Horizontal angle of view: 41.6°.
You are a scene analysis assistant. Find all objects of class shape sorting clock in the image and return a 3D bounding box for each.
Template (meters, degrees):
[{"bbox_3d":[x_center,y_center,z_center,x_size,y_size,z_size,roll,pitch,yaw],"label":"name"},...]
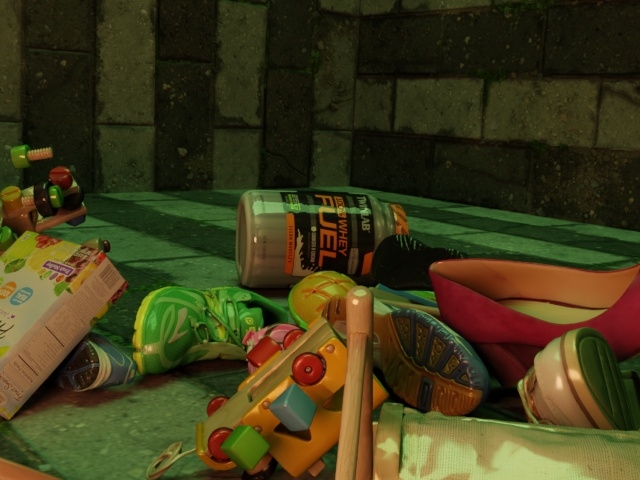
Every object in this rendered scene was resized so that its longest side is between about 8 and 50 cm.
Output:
[{"bbox_3d":[0.198,0.105,1.518,0.206,0.040,0.206,6,14,-2],"label":"shape sorting clock"}]

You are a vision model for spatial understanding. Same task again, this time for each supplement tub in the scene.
[{"bbox_3d":[0.000,0.000,1.640,0.315,0.194,0.193,0,9,-13],"label":"supplement tub"}]

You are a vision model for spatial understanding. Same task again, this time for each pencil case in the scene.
[{"bbox_3d":[-0.040,0.158,0.965,0.098,0.095,0.209,35,2,-11],"label":"pencil case"}]

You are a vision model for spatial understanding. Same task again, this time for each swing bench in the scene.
[{"bbox_3d":[0.141,0.172,0.593,0.253,0.165,0.255,3,-34,8],"label":"swing bench"}]

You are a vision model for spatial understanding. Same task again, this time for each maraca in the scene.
[{"bbox_3d":[0.012,0.112,1.261,0.127,0.099,0.186,9,32,-4],"label":"maraca"}]

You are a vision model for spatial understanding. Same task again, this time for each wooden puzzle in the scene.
[{"bbox_3d":[0.212,0.128,1.259,0.238,0.044,0.221,13,-5,34],"label":"wooden puzzle"}]

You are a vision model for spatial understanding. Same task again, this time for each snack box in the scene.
[{"bbox_3d":[-0.357,0.091,0.999,0.174,0.070,0.207,10,53,41],"label":"snack box"}]

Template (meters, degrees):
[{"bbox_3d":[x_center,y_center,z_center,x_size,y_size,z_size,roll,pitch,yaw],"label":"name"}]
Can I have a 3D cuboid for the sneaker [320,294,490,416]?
[{"bbox_3d":[0.128,0.137,1.090,0.130,0.112,0.296,11,9,-37],"label":"sneaker"}]

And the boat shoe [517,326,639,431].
[{"bbox_3d":[0.250,0.164,0.824,0.103,0.113,0.302,-17,-27,24],"label":"boat shoe"}]

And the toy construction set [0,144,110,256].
[{"bbox_3d":[-0.506,0.018,1.411,0.237,0.258,0.309,-9,-12,0],"label":"toy construction set"}]

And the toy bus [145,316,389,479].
[{"bbox_3d":[-0.032,0.169,0.784,0.202,0.104,0.191,-31,15,44],"label":"toy bus"}]

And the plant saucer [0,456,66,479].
[{"bbox_3d":[-0.219,0.172,0.586,0.277,0.041,0.278,16,-21,6],"label":"plant saucer"}]

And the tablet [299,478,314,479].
[{"bbox_3d":[0.016,0.234,0.763,0.083,0.006,0.054,6,9,12],"label":"tablet"}]

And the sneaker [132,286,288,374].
[{"bbox_3d":[-0.144,0.113,1.148,0.123,0.110,0.295,3,8,28],"label":"sneaker"}]

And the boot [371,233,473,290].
[{"bbox_3d":[0.226,0.074,1.407,0.207,0.094,0.246,27,-10,-32],"label":"boot"}]

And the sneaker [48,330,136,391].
[{"bbox_3d":[-0.313,0.146,1.052,0.211,0.080,0.081,16,-1,43],"label":"sneaker"}]

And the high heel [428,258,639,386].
[{"bbox_3d":[0.273,0.050,0.955,0.127,0.181,0.377,-38,1,-42],"label":"high heel"}]
